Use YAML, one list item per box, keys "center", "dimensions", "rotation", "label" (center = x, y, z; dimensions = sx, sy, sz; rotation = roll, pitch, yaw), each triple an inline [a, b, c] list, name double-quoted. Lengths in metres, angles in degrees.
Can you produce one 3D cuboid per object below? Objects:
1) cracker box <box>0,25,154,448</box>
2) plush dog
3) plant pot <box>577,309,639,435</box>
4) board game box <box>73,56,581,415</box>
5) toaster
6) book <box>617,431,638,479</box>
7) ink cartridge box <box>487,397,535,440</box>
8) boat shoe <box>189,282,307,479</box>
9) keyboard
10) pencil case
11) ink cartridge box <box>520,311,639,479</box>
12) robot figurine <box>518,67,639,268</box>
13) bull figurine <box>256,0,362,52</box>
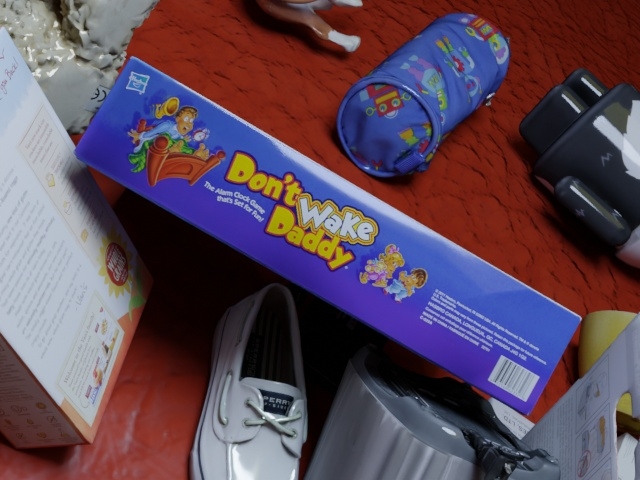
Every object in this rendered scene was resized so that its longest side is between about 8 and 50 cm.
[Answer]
- center: [-0.202, 0.004, 0.567]
  dimensions: [0.156, 0.067, 0.232]
  rotation: [-78, 155, -47]
  label: "cracker box"
- center: [-0.277, -0.172, 0.707]
  dimensions: [0.262, 0.211, 0.225]
  rotation: [-30, 56, -31]
  label: "plush dog"
- center: [0.328, 0.148, 0.922]
  dimensions: [0.134, 0.134, 0.095]
  rotation: [30, 69, -12]
  label: "plant pot"
- center: [0.000, 0.000, 0.687]
  dimensions: [0.347, 0.078, 0.233]
  rotation: [30, -3, -3]
  label: "board game box"
- center: [0.068, 0.178, 0.613]
  dimensions: [0.129, 0.147, 0.227]
  rotation: [23, 4, -16]
  label: "toaster"
- center: [0.344, 0.276, 0.878]
  dimensions: [0.144, 0.035, 0.096]
  rotation: [43, 43, 3]
  label: "book"
- center: [0.175, 0.294, 0.705]
  dimensions: [0.185, 0.065, 0.311]
  rotation: [34, 38, -5]
  label: "ink cartridge box"
- center: [-0.050, 0.130, 0.666]
  dimensions: [0.083, 0.076, 0.226]
  rotation: [15, 46, -27]
  label: "boat shoe"
- center: [0.017, 0.064, 0.818]
  dimensions: [0.108, 0.023, 0.180]
  rotation: [37, 39, -1]
  label: "keyboard"
- center: [0.134, -0.181, 1.060]
  dimensions: [0.133, 0.119, 0.306]
  rotation: [51, 40, -5]
  label: "pencil case"
- center: [0.169, 0.189, 0.572]
  dimensions: [0.066, 0.232, 0.189]
  rotation: [26, 41, -6]
  label: "ink cartridge box"
- center: [0.395, -0.092, 1.136]
  dimensions: [0.278, 0.209, 0.173]
  rotation: [47, 0, 8]
  label: "robot figurine"
- center: [-0.030, -0.371, 1.116]
  dimensions: [0.188, 0.101, 0.310]
  rotation: [19, 44, -26]
  label: "bull figurine"
